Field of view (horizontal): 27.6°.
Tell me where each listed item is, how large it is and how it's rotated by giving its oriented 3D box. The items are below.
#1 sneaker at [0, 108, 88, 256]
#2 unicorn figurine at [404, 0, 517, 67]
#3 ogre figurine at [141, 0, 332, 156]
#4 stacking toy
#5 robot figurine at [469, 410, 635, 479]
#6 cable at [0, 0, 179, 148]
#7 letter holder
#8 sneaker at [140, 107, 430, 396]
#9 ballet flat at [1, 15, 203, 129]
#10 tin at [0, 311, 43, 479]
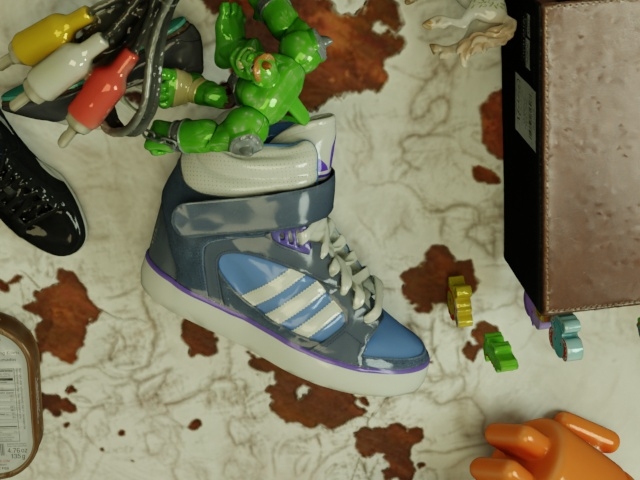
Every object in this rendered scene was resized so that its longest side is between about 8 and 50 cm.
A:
[{"bbox_3d":[-0.308,-0.053,1.246,0.079,0.121,0.217,-32,110,9],"label":"sneaker"},{"bbox_3d":[0.135,-0.244,1.231,0.111,0.060,0.162,-26,80,2],"label":"unicorn figurine"},{"bbox_3d":[-0.068,-0.151,1.200,0.197,0.118,0.096,-44,141,-31],"label":"ogre figurine"},{"bbox_3d":[0.229,0.082,1.292,0.167,0.221,0.052,-7,109,-6],"label":"stacking toy"},{"bbox_3d":[0.266,0.276,1.413,0.219,0.158,0.128,37,119,-22],"label":"robot figurine"},{"bbox_3d":[-0.160,-0.194,1.133,0.287,0.072,0.139,-42,88,27],"label":"cable"},{"bbox_3d":[0.297,-0.102,1.262,0.214,0.152,0.301,-5,111,-4],"label":"letter holder"},{"bbox_3d":[0.000,0.000,1.286,0.323,0.130,0.236,23,112,-7],"label":"sneaker"},{"bbox_3d":[-0.203,-0.146,1.249,0.203,0.074,0.074,-23,111,2],"label":"ballet flat"},{"bbox_3d":[-0.349,0.167,1.375,0.106,0.040,0.189,-3,111,-8],"label":"tin"}]
